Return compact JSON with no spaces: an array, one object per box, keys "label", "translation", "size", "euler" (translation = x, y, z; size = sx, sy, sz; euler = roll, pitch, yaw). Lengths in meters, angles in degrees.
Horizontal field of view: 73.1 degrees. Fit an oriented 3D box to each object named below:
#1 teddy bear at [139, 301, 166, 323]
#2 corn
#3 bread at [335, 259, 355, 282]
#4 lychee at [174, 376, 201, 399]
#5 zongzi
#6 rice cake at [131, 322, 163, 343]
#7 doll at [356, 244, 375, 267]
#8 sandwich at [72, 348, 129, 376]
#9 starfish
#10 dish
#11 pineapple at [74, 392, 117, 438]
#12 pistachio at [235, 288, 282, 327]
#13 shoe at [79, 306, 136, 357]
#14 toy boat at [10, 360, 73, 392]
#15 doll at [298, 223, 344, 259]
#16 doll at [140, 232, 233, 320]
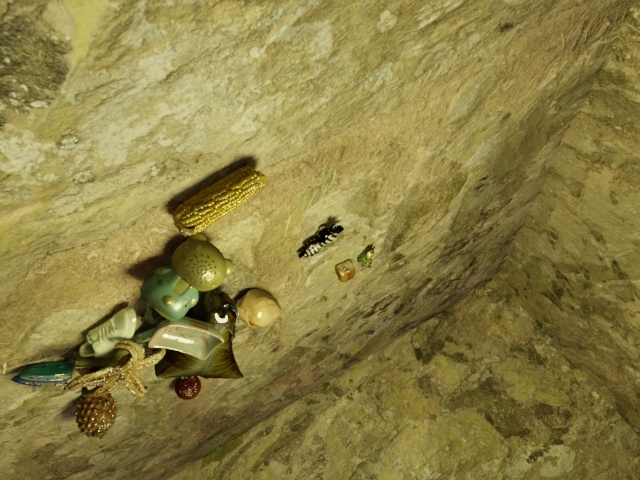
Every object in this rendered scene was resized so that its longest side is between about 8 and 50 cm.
[{"label":"teddy bear","translation":[-0.536,0.235,1.477],"size":[0.133,0.111,0.213],"euler":[12,125,-46]},{"label":"corn","translation":[-0.287,-0.118,1.226],"size":[0.293,0.106,0.106],"euler":[-35,150,-2]},{"label":"bread","translation":[0.116,0.143,2.006],"size":[0.083,0.076,0.070],"euler":[-24,152,-15]},{"label":"lychee","translation":[-0.618,0.691,2.037],"size":[0.123,0.123,0.129],"euler":[-37,137,5]},{"label":"zongzi","translation":[-0.375,0.399,1.713],"size":[0.432,0.208,0.403],"euler":[28,113,-38]},{"label":"rice cake","translation":[-0.586,0.336,1.565],"size":[0.226,0.040,0.085],"euler":[-24,158,30]},{"label":"doll","translation":[0.212,0.065,2.026],"size":[0.078,0.077,0.113],"euler":[-26,129,-66]},{"label":"sandwich","translation":[-0.784,0.450,1.562],"size":[0.096,0.094,0.258],"euler":[-48,146,14]},{"label":"starfish","translation":[-0.684,0.454,1.477],"size":[0.303,0.113,0.312],"euler":[-38,150,-7]},{"label":"dish","translation":[-0.447,0.315,1.449],"size":[0.212,0.077,0.151],"euler":[24,127,-30]},{"label":"pineapple","translation":[-0.887,0.700,1.720],"size":[0.166,0.193,0.166],"euler":[-23,144,-18]},{"label":"pistachio","translation":[-0.255,0.283,1.798],"size":[0.157,0.157,0.229],"euler":[-42,155,13]},{"label":"shoe","translation":[-0.712,0.317,1.442],"size":[0.110,0.095,0.265],"euler":[6,134,-47]},{"label":"toy boat","translation":[-0.934,0.468,1.443],"size":[0.175,0.091,0.110],"euler":[13,110,-46]},{"label":"doll","translation":[0.000,0.000,1.703],"size":[0.219,0.067,0.091],"euler":[-40,153,21]},{"label":"doll","translation":[-0.415,0.112,1.346],"size":[0.261,0.161,0.177],"euler":[-44,106,-6]}]
